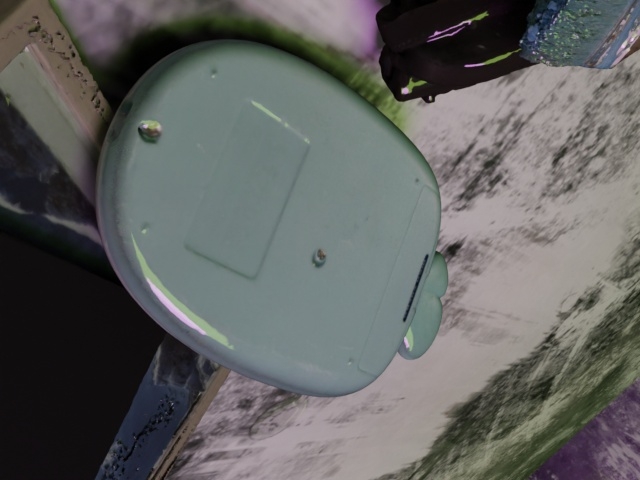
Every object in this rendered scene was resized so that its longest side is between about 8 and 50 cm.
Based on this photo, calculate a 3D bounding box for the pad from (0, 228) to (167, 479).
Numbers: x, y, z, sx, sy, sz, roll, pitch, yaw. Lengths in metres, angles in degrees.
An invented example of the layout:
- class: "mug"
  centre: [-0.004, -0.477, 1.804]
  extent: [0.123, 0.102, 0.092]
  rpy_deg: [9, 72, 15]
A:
- class: "pad"
  centre: [-0.176, 0.083, 0.273]
  extent: [0.202, 0.005, 0.300]
  rpy_deg: [-66, 156, -10]

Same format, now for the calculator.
- class: "calculator"
  centre: [0.000, 0.000, 0.419]
  extent: [0.295, 0.042, 0.184]
  rpy_deg: [30, 76, -42]

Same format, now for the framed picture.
- class: "framed picture"
  centre: [-0.148, 0.079, 0.363]
  extent: [0.247, 0.022, 0.335]
  rpy_deg: [-58, 154, -25]

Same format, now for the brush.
- class: "brush"
  centre: [0.188, -0.121, 0.374]
  extent: [0.196, 0.021, 0.070]
  rpy_deg: [-7, 140, -34]

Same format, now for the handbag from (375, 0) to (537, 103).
- class: "handbag"
  centre: [0.140, -0.207, 0.343]
  extent: [0.256, 0.114, 0.285]
  rpy_deg: [-22, 147, -11]
